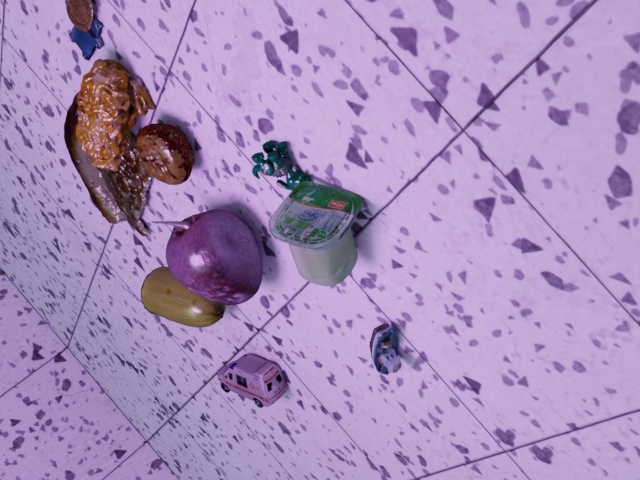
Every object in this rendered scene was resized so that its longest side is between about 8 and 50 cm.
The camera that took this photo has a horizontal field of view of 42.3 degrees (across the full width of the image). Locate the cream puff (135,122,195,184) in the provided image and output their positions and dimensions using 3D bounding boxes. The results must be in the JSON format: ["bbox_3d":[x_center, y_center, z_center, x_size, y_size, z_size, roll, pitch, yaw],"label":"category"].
[{"bbox_3d":[-0.324,-0.188,1.763,0.149,0.084,0.149,31,147,24],"label":"cream puff"}]

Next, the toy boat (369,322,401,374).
[{"bbox_3d":[0.133,0.224,1.629,0.066,0.059,0.140,50,155,36],"label":"toy boat"}]

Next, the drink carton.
[{"bbox_3d":[0.000,0.000,1.498,0.146,0.144,0.142,19,146,27],"label":"drink carton"}]

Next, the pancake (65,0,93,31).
[{"bbox_3d":[-0.504,-0.493,1.725,0.115,0.011,0.114,23,124,38],"label":"pancake"}]

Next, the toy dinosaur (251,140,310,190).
[{"bbox_3d":[-0.082,-0.132,1.547,0.132,0.059,0.096,1,129,41],"label":"toy dinosaur"}]

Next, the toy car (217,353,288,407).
[{"bbox_3d":[-0.186,0.347,2.130,0.210,0.089,0.108,14,132,41],"label":"toy car"}]

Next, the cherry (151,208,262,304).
[{"bbox_3d":[-0.227,0.030,1.774,0.266,0.183,0.213,46,160,-22],"label":"cherry"}]

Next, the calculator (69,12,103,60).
[{"bbox_3d":[-0.505,-0.447,1.787,0.094,0.019,0.141,54,147,-4],"label":"calculator"}]

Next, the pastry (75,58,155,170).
[{"bbox_3d":[-0.455,-0.275,1.795,0.154,0.102,0.249,38,131,16],"label":"pastry"}]

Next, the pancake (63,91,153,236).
[{"bbox_3d":[-0.526,-0.173,2.048,0.305,0.067,0.426,42,145,11],"label":"pancake"}]

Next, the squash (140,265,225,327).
[{"bbox_3d":[-0.331,0.147,2.076,0.247,0.132,0.132,10,130,44],"label":"squash"}]
